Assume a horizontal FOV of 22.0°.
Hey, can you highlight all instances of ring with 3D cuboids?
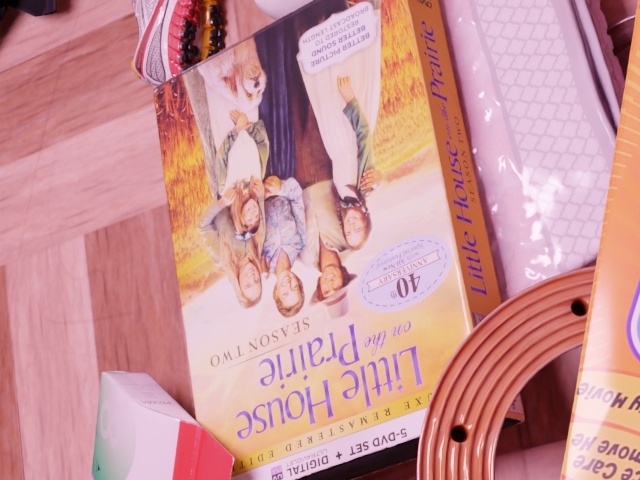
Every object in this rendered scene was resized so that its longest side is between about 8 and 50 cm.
[{"bbox_3d":[0.240,0.181,1.248,0.337,0.032,0.336,0,73,0],"label":"ring"}]

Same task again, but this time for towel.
[{"bbox_3d":[0.125,-0.083,1.444,0.317,0.053,0.331,-30,62,32],"label":"towel"}]

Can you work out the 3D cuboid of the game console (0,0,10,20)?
[{"bbox_3d":[-0.427,-0.389,1.838,0.361,0.044,0.213,58,142,28],"label":"game console"}]

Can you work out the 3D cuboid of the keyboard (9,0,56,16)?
[{"bbox_3d":[-0.335,-0.406,1.770,0.201,0.033,0.317,26,121,45],"label":"keyboard"}]

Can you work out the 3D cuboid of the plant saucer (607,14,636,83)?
[{"bbox_3d":[0.282,-0.109,1.383,0.168,0.029,0.168,-8,75,31],"label":"plant saucer"}]

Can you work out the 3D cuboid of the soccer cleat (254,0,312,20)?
[{"bbox_3d":[0.075,-0.293,1.501,0.331,0.116,0.143,-38,49,19],"label":"soccer cleat"}]

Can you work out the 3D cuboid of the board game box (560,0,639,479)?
[{"bbox_3d":[0.398,0.046,1.028,0.356,0.356,0.356,2,70,29],"label":"board game box"}]

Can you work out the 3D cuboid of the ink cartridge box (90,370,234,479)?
[{"bbox_3d":[-0.152,0.237,1.483,0.225,0.056,0.181,-147,62,-63],"label":"ink cartridge box"}]

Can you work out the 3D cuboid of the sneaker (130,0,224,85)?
[{"bbox_3d":[-0.151,-0.263,1.666,0.093,0.088,0.225,0,78,34],"label":"sneaker"}]

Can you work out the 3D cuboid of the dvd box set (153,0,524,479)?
[{"bbox_3d":[0.000,0.000,1.451,0.308,0.062,0.420,-23,65,33],"label":"dvd box set"}]
